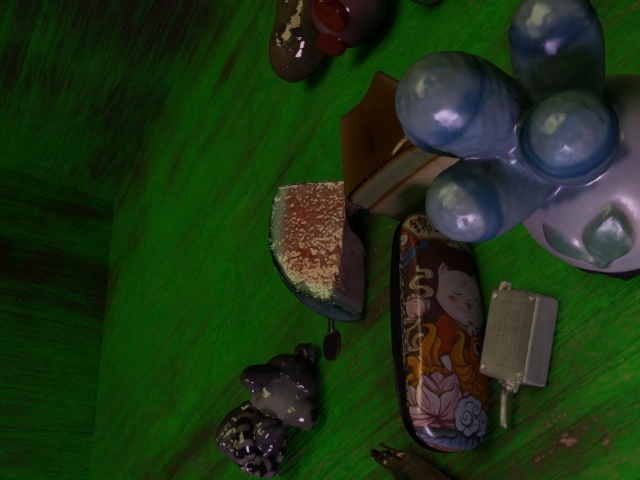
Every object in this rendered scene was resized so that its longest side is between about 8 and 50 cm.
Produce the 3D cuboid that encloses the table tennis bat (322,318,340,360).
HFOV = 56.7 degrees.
[{"bbox_3d":[0.020,0.179,1.089,0.050,0.007,0.083,-35,47,47],"label":"table tennis bat"}]

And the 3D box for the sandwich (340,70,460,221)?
[{"bbox_3d":[0.151,-0.170,0.911,0.227,0.155,0.198,-35,46,46],"label":"sandwich"}]

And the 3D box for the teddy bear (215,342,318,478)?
[{"bbox_3d":[-0.088,0.303,1.055,0.144,0.171,0.251,34,98,39],"label":"teddy bear"}]

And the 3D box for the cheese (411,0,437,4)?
[{"bbox_3d":[0.160,-0.551,1.077,0.154,0.198,0.189,-32,43,38],"label":"cheese"}]

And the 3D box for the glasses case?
[{"bbox_3d":[0.155,0.110,0.783,0.082,0.122,0.320,-35,46,49],"label":"glasses case"}]

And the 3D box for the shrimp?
[{"bbox_3d":[0.134,0.355,0.756,0.251,0.052,0.143,30,103,59],"label":"shrimp"}]

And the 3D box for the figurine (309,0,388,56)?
[{"bbox_3d":[0.060,-0.494,1.239,0.173,0.173,0.173,-36,45,46],"label":"figurine"}]

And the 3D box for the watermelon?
[{"bbox_3d":[0.000,0.000,1.095,0.226,0.148,0.318,-48,37,22],"label":"watermelon"}]

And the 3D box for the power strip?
[{"bbox_3d":[0.235,0.138,0.715,0.075,0.042,0.175,0,75,59],"label":"power strip"}]

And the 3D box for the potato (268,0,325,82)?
[{"bbox_3d":[-0.035,-0.509,1.426,0.165,0.165,0.262,28,105,60],"label":"potato"}]

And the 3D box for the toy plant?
[{"bbox_3d":[0.216,-0.104,0.592,0.247,0.332,0.247,-32,50,48],"label":"toy plant"}]
